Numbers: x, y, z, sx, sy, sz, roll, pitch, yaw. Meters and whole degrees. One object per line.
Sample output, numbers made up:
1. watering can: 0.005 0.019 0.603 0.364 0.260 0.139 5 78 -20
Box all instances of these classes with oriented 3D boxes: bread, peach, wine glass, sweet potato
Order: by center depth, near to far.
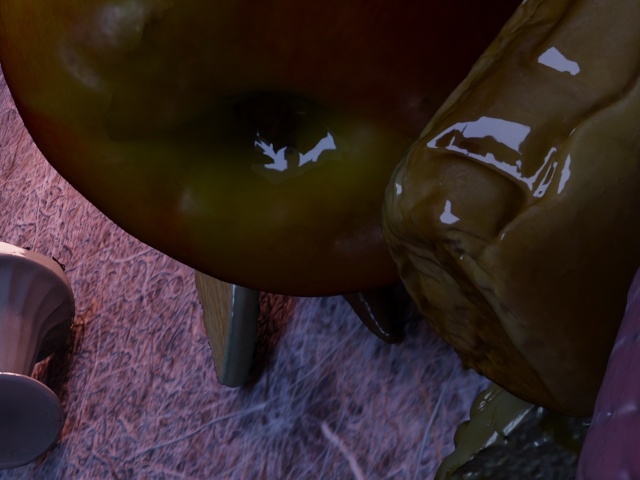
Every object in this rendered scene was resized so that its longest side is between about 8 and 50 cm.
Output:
1. bread: 0.158 -0.063 0.728 0.132 0.167 0.294 21 63 40
2. bread: 0.120 0.100 0.801 0.157 0.083 0.094 -40 18 37
3. peach: -0.007 -0.158 0.982 0.388 0.388 0.388 -43 28 30
4. sweet potato: 0.000 0.000 1.155 0.067 0.059 0.281 -68 22 7
5. bread: -0.071 0.025 1.250 0.193 0.036 0.112 -114 32 -61
6. wine glass: -0.327 0.118 1.527 0.165 0.165 0.196 -47 30 25

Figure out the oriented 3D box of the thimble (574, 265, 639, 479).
1. thimble: 0.194 0.072 0.577 0.189 0.163 0.125 -19 46 66
